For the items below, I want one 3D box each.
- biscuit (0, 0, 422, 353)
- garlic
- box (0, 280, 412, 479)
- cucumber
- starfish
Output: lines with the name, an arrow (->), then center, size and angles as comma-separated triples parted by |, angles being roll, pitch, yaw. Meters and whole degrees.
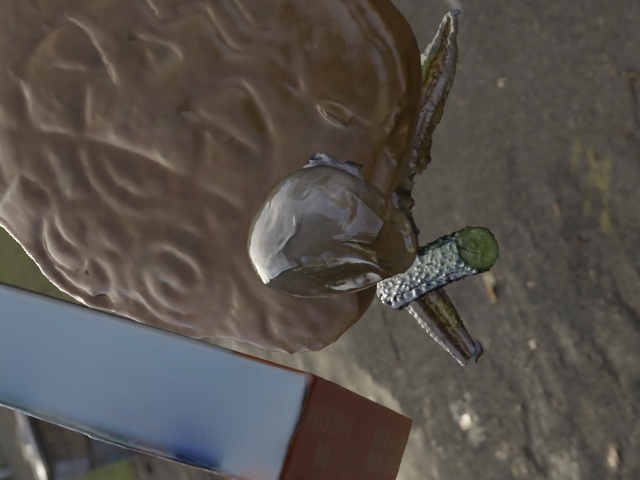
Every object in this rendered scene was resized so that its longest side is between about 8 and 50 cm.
biscuit -> -0.121, -0.096, 1.022 | 0.385, 0.062, 0.365 | 19, 120, 16
garlic -> -0.005, 0.005, 0.807 | 0.084, 0.066, 0.152 | 42, 155, -11
box -> -0.105, 0.054, 0.615 | 0.273, 0.264, 0.048 | 40, -114, -75
cucumber -> 0.125, 0.030, 1.576 | 0.187, 0.058, 0.058 | -30, 77, 57
starfish -> 0.062, -0.099, 1.695 | 0.132, 0.383, 0.398 | -14, 54, 58
